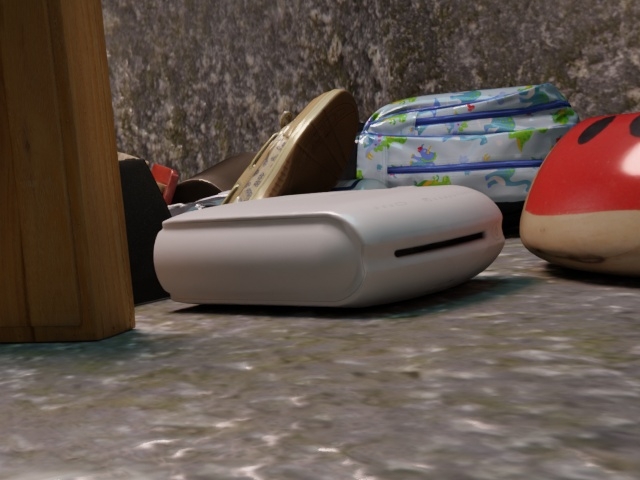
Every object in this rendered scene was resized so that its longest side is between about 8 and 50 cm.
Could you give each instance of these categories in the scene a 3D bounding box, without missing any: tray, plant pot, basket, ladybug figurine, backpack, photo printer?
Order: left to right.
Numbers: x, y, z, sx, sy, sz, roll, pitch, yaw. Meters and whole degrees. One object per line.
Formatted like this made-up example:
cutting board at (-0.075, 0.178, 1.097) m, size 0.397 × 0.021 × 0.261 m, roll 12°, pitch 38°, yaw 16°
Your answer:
tray at (-0.302, -0.109, 1.105) m, size 0.203 × 0.410 × 0.076 m, roll -3°, pitch 4°, yaw 23°
plant pot at (-0.282, -0.007, 1.344) m, size 0.188 × 0.166 × 0.187 m, roll -3°, pitch 5°, yaw 40°
basket at (-0.141, -0.050, 1.809) m, size 0.204 × 0.154 × 0.227 m, roll 12°, pitch 15°, yaw 21°
photo printer at (0.019, 0.004, 1.201) m, size 0.308 × 0.107 × 0.256 m, roll -1°, pitch 6°, yaw 42°
backpack at (0.221, -0.114, 1.739) m, size 0.356 × 0.273 × 0.290 m, roll 11°, pitch -3°, yaw 22°
ladybug figurine at (0.378, -0.055, 1.159) m, size 0.305 × 0.161 × 0.449 m, roll -8°, pitch 5°, yaw -25°

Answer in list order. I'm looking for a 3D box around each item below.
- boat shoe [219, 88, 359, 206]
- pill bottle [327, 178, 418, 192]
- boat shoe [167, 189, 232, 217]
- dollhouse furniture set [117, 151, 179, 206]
boat shoe at (-0.055, -0.077, 1.405) m, size 0.089 × 0.104 × 0.285 m, roll 19°, pitch 63°, yaw 38°
pill bottle at (0.038, -0.022, 1.460) m, size 0.187 × 0.112 × 0.112 m, roll -2°, pitch 6°, yaw 29°
boat shoe at (-0.187, -0.002, 1.532) m, size 0.301 × 0.108 × 0.102 m, roll -8°, pitch 4°, yaw 6°
dollhouse furniture set at (-0.376, -0.079, 1.795) m, size 0.201 × 0.152 × 0.374 m, roll 18°, pitch 1°, yaw -24°
